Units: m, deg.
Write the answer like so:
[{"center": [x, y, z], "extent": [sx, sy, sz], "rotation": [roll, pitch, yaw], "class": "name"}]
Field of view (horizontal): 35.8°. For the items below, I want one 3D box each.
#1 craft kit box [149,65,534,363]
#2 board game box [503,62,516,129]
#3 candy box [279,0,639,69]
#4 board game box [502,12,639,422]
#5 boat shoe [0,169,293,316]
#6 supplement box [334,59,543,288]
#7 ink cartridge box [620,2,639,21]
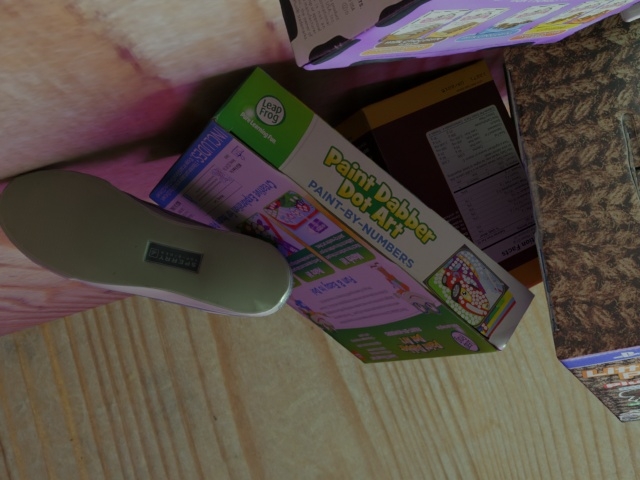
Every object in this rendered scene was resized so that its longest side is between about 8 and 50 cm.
[{"center": [0.000, 0.000, 0.756], "extent": [0.061, 0.246, 0.250], "rotation": [-52, -170, -19], "class": "craft kit box"}, {"center": [0.347, -0.116, 0.950], "extent": [0.316, 0.064, 0.242], "rotation": [-17, 142, 4], "class": "board game box"}, {"center": [0.101, -0.134, 0.363], "extent": [0.165, 0.070, 0.196], "rotation": [-14, 176, -39], "class": "candy box"}, {"center": [0.257, -0.004, 0.754], "extent": [0.141, 0.232, 0.291], "rotation": [-13, 158, 20], "class": "board game box"}, {"center": [-0.133, 0.012, 0.760], "extent": [0.227, 0.079, 0.081], "rotation": [18, 166, 0], "class": "boat shoe"}, {"center": [0.095, -0.029, 0.907], "extent": [0.129, 0.194, 0.191], "rotation": [-24, 180, -21], "class": "supplement box"}, {"center": [0.255, -0.193, 0.623], "extent": [0.145, 0.045, 0.179], "rotation": [-19, -165, 22], "class": "ink cartridge box"}]
